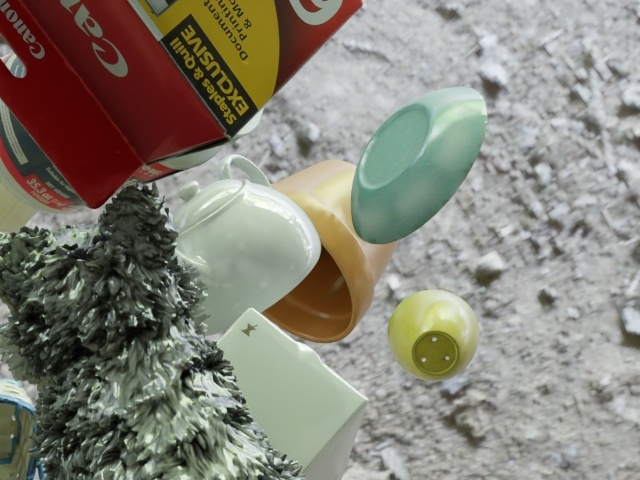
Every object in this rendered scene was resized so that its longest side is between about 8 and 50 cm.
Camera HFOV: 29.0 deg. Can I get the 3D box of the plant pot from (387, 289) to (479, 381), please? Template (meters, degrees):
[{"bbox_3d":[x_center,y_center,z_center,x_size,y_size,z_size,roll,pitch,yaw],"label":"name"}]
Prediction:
[{"bbox_3d":[0.162,0.146,1.753,0.134,0.095,0.134,1,102,2],"label":"plant pot"}]

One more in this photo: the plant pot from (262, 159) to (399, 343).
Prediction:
[{"bbox_3d":[0.000,0.000,2.086,0.291,0.291,0.203,48,55,-2],"label":"plant pot"}]

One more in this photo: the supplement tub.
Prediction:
[{"bbox_3d":[-0.218,-0.151,1.338,0.191,0.272,0.191,35,46,-47],"label":"supplement tub"}]

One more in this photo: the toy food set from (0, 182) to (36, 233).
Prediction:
[{"bbox_3d":[-0.519,-0.058,1.699,0.220,0.092,0.306,39,49,-12],"label":"toy food set"}]

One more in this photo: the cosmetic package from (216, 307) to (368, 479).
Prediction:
[{"bbox_3d":[-0.073,0.266,1.626,0.197,0.365,0.155,37,65,16],"label":"cosmetic package"}]

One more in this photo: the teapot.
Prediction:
[{"bbox_3d":[-0.134,-0.004,1.723,0.252,0.256,0.187,-37,103,-14],"label":"teapot"}]

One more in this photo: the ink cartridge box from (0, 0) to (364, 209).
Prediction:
[{"bbox_3d":[-0.155,-0.224,0.973,0.309,0.130,0.272,53,54,-20],"label":"ink cartridge box"}]

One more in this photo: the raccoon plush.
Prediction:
[{"bbox_3d":[-0.099,0.119,0.902,0.216,0.446,0.299,-21,104,-31],"label":"raccoon plush"}]

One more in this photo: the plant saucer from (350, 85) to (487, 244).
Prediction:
[{"bbox_3d":[0.088,-0.088,1.277,0.037,0.195,0.195,36,63,-27],"label":"plant saucer"}]

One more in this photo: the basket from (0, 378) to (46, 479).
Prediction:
[{"bbox_3d":[-0.501,0.302,1.704,0.255,0.289,0.201,7,102,-13],"label":"basket"}]
